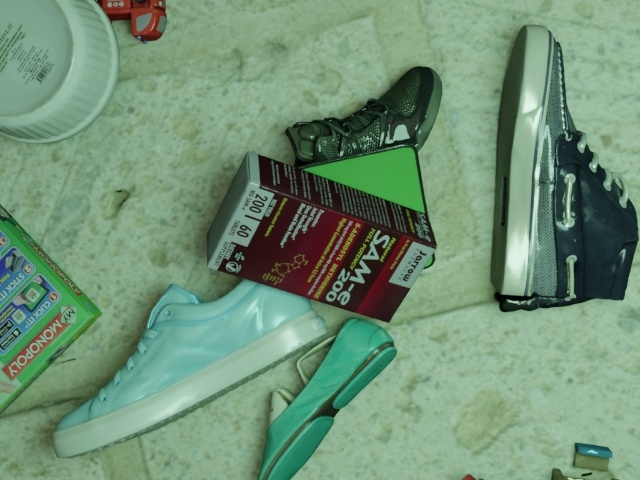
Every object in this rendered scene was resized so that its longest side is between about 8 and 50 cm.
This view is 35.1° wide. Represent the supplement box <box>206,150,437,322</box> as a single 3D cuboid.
[{"bbox_3d":[0.000,0.000,1.187,0.239,0.073,0.130,18,122,-19],"label":"supplement box"}]

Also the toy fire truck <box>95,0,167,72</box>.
[{"bbox_3d":[-0.290,-0.249,1.289,0.192,0.047,0.135,-1,91,6],"label":"toy fire truck"}]

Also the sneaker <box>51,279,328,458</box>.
[{"bbox_3d":[-0.181,0.139,1.255,0.366,0.135,0.150,-27,81,-3],"label":"sneaker"}]

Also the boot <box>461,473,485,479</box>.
[{"bbox_3d":[0.246,0.330,1.162,0.176,0.244,0.088,45,60,5],"label":"boot"}]

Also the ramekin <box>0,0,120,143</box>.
[{"bbox_3d":[-0.356,-0.224,1.218,0.207,0.109,0.207,0,91,6],"label":"ramekin"}]

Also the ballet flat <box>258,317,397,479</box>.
[{"bbox_3d":[-0.009,0.196,1.263,0.087,0.083,0.247,42,95,28],"label":"ballet flat"}]

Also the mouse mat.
[{"bbox_3d":[0.054,-0.025,1.223,0.153,0.007,0.189,-12,127,3],"label":"mouse mat"}]

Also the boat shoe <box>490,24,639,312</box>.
[{"bbox_3d":[0.297,-0.081,1.206,0.158,0.127,0.340,3,99,-1],"label":"boat shoe"}]

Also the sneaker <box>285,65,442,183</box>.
[{"bbox_3d":[0.047,-0.132,1.217,0.130,0.087,0.227,35,99,-34],"label":"sneaker"}]

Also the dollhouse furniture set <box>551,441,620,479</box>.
[{"bbox_3d":[0.378,0.271,1.190,0.184,0.129,0.129,8,92,6],"label":"dollhouse furniture set"}]

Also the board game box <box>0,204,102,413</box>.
[{"bbox_3d":[-0.471,0.129,1.317,0.317,0.046,0.213,-44,88,5],"label":"board game box"}]
